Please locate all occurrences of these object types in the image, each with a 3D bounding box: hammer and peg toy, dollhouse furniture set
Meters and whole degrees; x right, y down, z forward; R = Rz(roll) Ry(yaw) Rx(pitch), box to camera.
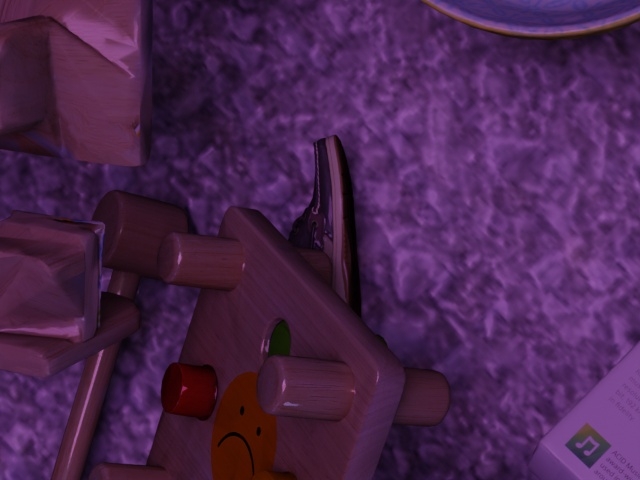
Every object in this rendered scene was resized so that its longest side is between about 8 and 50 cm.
[{"bbox_3d":[-0.064,0.122,1.299,0.361,0.127,0.266,44,121,55],"label":"hammer and peg toy"},{"bbox_3d":[-0.277,-0.140,1.301,0.394,0.256,0.362,8,106,22],"label":"dollhouse furniture set"}]

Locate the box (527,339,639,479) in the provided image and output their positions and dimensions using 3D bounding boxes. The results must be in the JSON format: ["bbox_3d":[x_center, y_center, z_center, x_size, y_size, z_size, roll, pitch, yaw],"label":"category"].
[{"bbox_3d":[0.323,0.110,1.203,0.322,0.058,0.232,-42,76,-18],"label":"box"}]

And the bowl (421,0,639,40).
[{"bbox_3d":[0.165,-0.266,1.286,0.289,0.156,0.289,-1,85,13],"label":"bowl"}]

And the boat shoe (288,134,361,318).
[{"bbox_3d":[0.000,0.000,1.364,0.049,0.056,0.152,-4,85,9],"label":"boat shoe"}]
